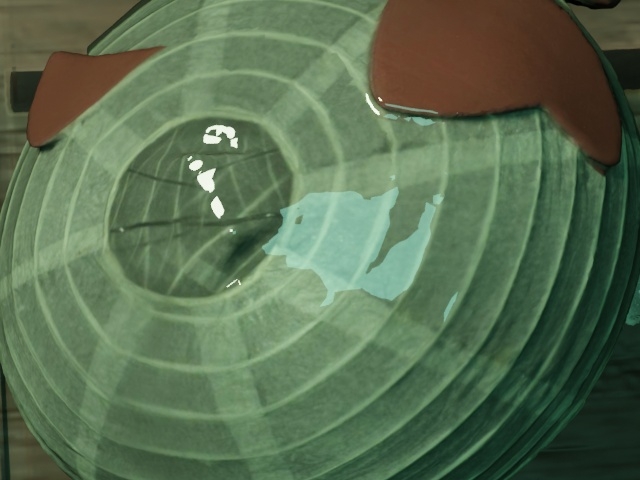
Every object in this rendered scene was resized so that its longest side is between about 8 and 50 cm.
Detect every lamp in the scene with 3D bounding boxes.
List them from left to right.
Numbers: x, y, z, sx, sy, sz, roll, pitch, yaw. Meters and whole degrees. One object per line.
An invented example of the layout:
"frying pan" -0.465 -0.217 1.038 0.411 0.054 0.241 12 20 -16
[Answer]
"lamp" 0.000 0.000 0.702 0.265 0.233 0.233 -17 99 14

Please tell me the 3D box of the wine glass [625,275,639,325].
"wine glass" 0.111 0.008 0.822 0.083 0.042 0.039 31 120 -13
